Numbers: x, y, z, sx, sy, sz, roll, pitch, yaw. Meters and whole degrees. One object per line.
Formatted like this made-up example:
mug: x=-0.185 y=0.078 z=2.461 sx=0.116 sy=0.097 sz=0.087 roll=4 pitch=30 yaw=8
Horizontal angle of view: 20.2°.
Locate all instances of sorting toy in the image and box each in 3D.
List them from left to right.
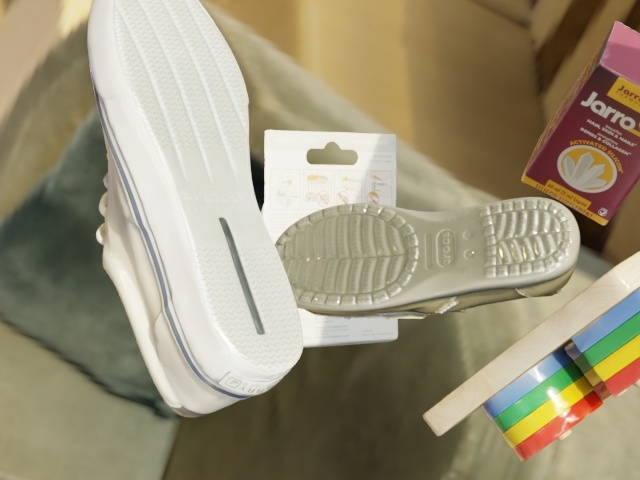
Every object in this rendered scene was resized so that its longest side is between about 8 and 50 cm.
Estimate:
sorting toy: x=0.257 y=0.085 z=1.559 sx=0.089 sy=0.257 sz=0.255 roll=54 pitch=131 yaw=8

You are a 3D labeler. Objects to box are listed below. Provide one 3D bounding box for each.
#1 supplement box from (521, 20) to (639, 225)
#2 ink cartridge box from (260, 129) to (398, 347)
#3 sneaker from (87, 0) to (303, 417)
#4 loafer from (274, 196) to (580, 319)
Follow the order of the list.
supplement box: x=0.297 y=-0.118 z=1.840 sx=0.081 sy=0.104 sz=0.188 roll=-62 pitch=0 yaw=-43
ink cartridge box: x=0.000 y=0.000 z=1.965 sx=0.066 sy=0.189 sz=0.232 roll=-7 pitch=85 yaw=52
sneaker: x=-0.089 y=-0.027 z=0.976 sx=0.091 sy=0.094 sz=0.258 roll=-34 pitch=60 yaw=40
loafer: x=0.081 y=0.026 z=1.385 sx=0.251 sy=0.087 sz=0.094 roll=-2 pitch=62 yaw=20
